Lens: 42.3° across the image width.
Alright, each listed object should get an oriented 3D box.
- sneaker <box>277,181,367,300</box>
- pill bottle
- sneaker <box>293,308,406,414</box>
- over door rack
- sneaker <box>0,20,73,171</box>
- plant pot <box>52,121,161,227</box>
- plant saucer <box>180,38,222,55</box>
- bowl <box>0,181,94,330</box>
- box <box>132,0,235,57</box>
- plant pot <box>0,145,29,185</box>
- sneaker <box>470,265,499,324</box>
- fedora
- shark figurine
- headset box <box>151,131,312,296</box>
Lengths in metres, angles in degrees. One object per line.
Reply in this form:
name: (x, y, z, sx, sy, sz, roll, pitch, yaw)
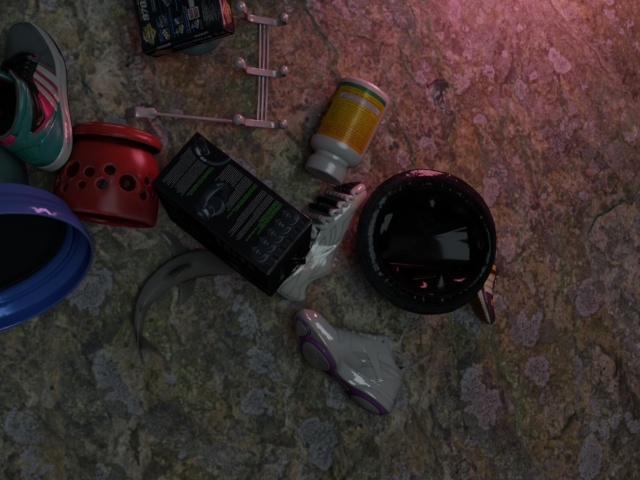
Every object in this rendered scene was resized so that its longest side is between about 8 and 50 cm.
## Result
sneaker: (0.000, 0.000, 1.729, 0.292, 0.110, 0.118, -48, 115, -5)
pill bottle: (0.051, -0.225, 1.726, 0.117, 0.117, 0.208, 29, 82, -20)
sneaker: (0.064, 0.234, 1.768, 0.305, 0.114, 0.152, 46, 62, -21)
over door rack: (-0.214, -0.345, 1.624, 0.324, 0.108, 0.239, 1, 91, -21)
sneaker: (-0.534, -0.273, 1.423, 0.124, 0.178, 0.295, -23, 71, 16)
plant pot: (-0.387, -0.120, 1.520, 0.191, 0.191, 0.174, 8, 86, -22)
plant saucer: (-0.239, -0.411, 1.565, 0.119, 0.021, 0.119, 0, 90, -7)
bowl: (-0.578, 0.042, 1.371, 0.391, 0.391, 0.077, -18, 64, -20)
box: (-0.260, -0.465, 1.511, 0.175, 0.051, 0.220, -12, 89, 20)
plant pot: (-0.650, -0.098, 1.413, 0.293, 0.196, 0.293, -1, 93, -21)
sneaker: (0.379, 0.100, 1.893, 0.084, 0.069, 0.185, -23, 101, -14)
fedora: (0.206, 0.002, 1.776, 0.334, 0.152, 0.334, -1, 92, -21)
shark figurine: (-0.294, 0.093, 1.607, 0.166, 0.116, 0.278, 47, 74, -15)
headset box: (-0.149, -0.033, 1.538, 0.283, 0.246, 0.131, 38, 78, 7)
